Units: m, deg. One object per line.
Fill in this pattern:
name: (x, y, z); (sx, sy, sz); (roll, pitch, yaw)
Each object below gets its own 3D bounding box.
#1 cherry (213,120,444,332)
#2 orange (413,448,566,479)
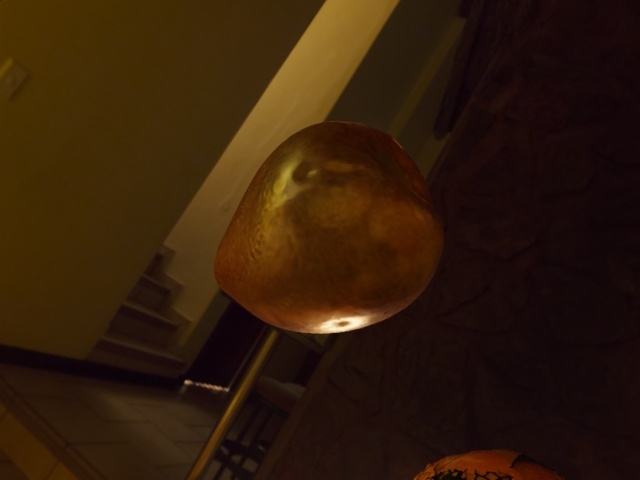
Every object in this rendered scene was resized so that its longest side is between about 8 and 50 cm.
cherry: (0.011, -0.002, 0.535); (0.206, 0.240, 0.239); (16, -2, -30)
orange: (0.157, 0.303, 0.423); (0.182, 0.235, 0.234); (3, -22, 25)
